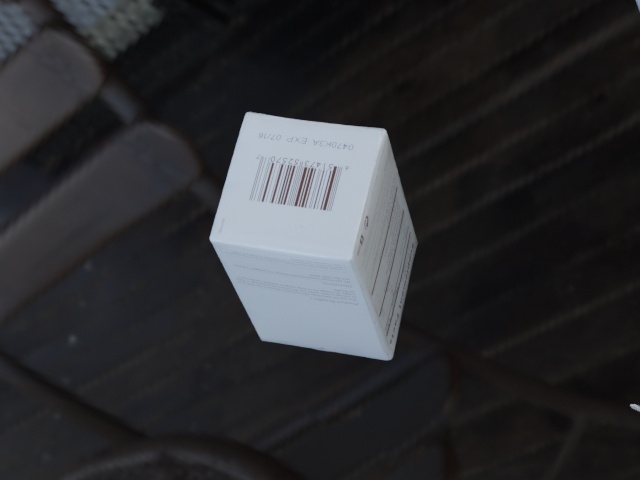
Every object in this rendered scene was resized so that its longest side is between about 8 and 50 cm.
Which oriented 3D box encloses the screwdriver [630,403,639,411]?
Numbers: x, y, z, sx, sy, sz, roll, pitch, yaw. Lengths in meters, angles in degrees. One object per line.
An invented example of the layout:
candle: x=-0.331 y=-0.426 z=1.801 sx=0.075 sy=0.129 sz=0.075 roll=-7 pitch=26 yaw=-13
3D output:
screwdriver: x=0.310 y=0.157 z=1.398 sx=0.024 sy=0.170 sz=0.025 roll=-58 pitch=26 yaw=25

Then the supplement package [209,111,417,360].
supplement package: x=0.000 y=0.000 z=1.297 sx=0.105 sy=0.179 sz=0.105 roll=8 pitch=65 yaw=14

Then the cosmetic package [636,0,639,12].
cosmetic package: x=0.308 y=-0.101 z=1.123 sx=0.151 sy=0.184 sz=0.151 roll=-30 pitch=48 yaw=2
